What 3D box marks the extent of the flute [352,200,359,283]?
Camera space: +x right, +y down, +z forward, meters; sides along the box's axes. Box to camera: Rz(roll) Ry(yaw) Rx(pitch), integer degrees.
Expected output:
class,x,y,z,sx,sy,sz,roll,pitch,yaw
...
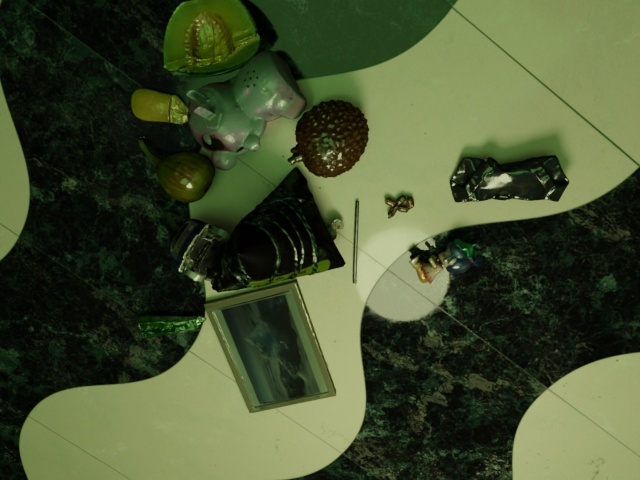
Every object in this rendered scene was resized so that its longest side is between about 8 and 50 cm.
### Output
class,x,y,z,sx,sy,sz,roll,pitch,yaw
flute,0.107,0.010,1.532,0.014,0.014,0.269,3,111,6

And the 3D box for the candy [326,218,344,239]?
class,x,y,z,sx,sy,sz,roll,pitch,yaw
candy,0.000,0.000,1.524,0.182,0.046,0.053,-42,117,15

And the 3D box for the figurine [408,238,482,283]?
class,x,y,z,sx,sy,sz,roll,pitch,yaw
figurine,0.369,0.063,1.484,0.195,0.111,0.102,-26,88,18

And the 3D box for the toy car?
class,x,y,z,sx,sy,sz,roll,pitch,yaw
toy car,-0.325,0.036,1.510,0.235,0.158,0.172,33,89,-47

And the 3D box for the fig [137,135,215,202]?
class,x,y,z,sx,sy,sz,roll,pitch,yaw
fig,-0.433,-0.211,1.446,0.259,0.151,0.151,27,111,0

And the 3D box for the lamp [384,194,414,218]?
class,x,y,z,sx,sy,sz,roll,pitch,yaw
lamp,0.231,-0.100,1.468,0.083,0.031,0.063,-12,109,6

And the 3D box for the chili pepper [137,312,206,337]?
class,x,y,z,sx,sy,sz,roll,pitch,yaw
chili pepper,-0.487,0.271,1.678,0.227,0.059,0.088,-9,105,8

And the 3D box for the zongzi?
class,x,y,z,sx,sy,sz,roll,pitch,yaw
zongzi,-0.126,0.003,1.330,0.383,0.362,0.319,-32,88,-14

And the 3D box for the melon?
class,x,y,z,sx,sy,sz,roll,pitch,yaw
melon,-0.277,-0.538,1.321,0.265,0.129,0.169,-15,86,15

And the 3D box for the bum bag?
class,x,y,z,sx,sy,sz,roll,pitch,yaw
bum bag,0.513,-0.167,1.385,0.310,0.074,0.137,0,123,13

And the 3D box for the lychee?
class,x,y,z,sx,sy,sz,roll,pitch,yaw
lychee,0.020,-0.264,1.346,0.238,0.200,0.200,-28,106,-3

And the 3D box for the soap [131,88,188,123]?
class,x,y,z,sx,sy,sz,roll,pitch,yaw
soap,-0.456,-0.381,1.439,0.168,0.033,0.089,6,114,3

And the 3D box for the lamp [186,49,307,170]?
class,x,y,z,sx,sy,sz,roll,pitch,yaw
lamp,-0.214,-0.349,1.311,0.301,0.247,0.247,-31,75,18

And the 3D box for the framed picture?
class,x,y,z,sx,sy,sz,roll,pitch,yaw
framed picture,-0.161,0.364,1.689,0.326,0.028,0.446,-15,108,12
